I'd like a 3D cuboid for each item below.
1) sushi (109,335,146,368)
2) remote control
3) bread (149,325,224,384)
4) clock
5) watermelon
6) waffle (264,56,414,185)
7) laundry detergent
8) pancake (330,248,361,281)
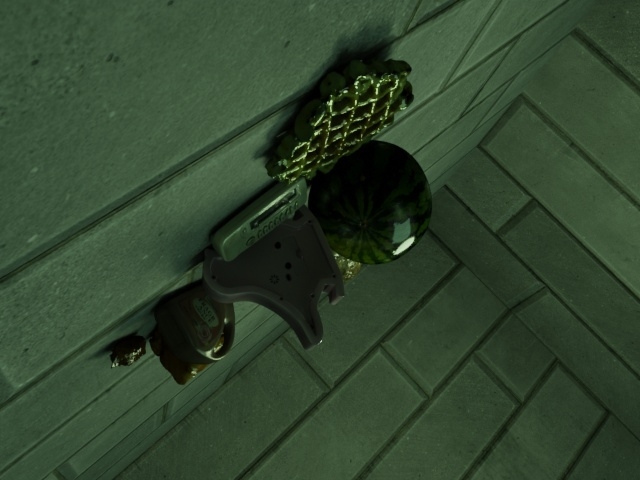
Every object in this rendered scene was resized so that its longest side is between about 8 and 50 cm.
[{"bbox_3d":[-0.411,0.243,1.304,0.118,0.061,0.060,-10,120,-61],"label":"sushi"},{"bbox_3d":[-0.122,-0.051,1.237,0.230,0.049,0.090,-39,150,-23],"label":"remote control"},{"bbox_3d":[-0.309,0.232,1.460,0.143,0.149,0.158,-46,177,29],"label":"bread"},{"bbox_3d":[-0.089,0.100,1.276,0.275,0.290,0.080,-22,165,-21],"label":"clock"},{"bbox_3d":[0.111,-0.086,1.388,0.285,0.285,0.285,-42,171,-9],"label":"watermelon"},{"bbox_3d":[0.036,-0.218,1.125,0.317,0.073,0.297,-41,167,26],"label":"waffle"},{"bbox_3d":[-0.251,0.184,1.379,0.076,0.171,0.237,-30,177,28],"label":"laundry detergent"},{"bbox_3d":[-0.057,0.097,1.738,0.386,0.082,0.387,-14,162,-4],"label":"pancake"}]
